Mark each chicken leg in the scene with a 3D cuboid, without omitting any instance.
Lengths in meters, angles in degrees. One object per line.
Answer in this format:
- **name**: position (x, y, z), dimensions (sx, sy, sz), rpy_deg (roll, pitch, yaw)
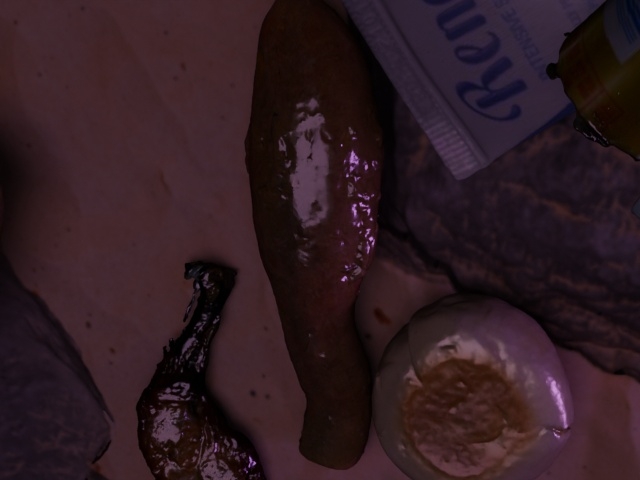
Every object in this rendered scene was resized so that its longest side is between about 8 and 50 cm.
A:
- **chicken leg**: position (-0.097, 0.140, 1.427), dimensions (0.105, 0.051, 0.253), rpy_deg (-6, 103, 10)

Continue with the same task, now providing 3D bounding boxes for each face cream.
- **face cream**: position (0.203, -0.225, 1.222), dimensions (0.420, 0.137, 0.235), rpy_deg (-27, 103, 30)

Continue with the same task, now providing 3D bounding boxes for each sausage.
- **sausage**: position (0.290, -0.168, 1.082), dimensions (0.317, 0.125, 0.117), rpy_deg (-41, 55, 41)

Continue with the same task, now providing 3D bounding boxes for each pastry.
- **pastry**: position (0.114, 0.118, 1.343), dimensions (0.156, 0.092, 0.156), rpy_deg (5, 110, 15)

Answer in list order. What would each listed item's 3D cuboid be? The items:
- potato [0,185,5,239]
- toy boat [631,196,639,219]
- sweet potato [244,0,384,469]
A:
- **potato**: position (-0.356, 0.004, 1.377), dimensions (0.242, 0.242, 0.286), rpy_deg (8, 92, 13)
- **toy boat**: position (0.335, -0.112, 1.214), dimensions (0.299, 0.134, 0.092), rpy_deg (-55, 48, 16)
- **sweet potato**: position (0.000, 0.000, 1.333), dimensions (0.109, 0.109, 0.385), rpy_deg (0, 105, 15)
